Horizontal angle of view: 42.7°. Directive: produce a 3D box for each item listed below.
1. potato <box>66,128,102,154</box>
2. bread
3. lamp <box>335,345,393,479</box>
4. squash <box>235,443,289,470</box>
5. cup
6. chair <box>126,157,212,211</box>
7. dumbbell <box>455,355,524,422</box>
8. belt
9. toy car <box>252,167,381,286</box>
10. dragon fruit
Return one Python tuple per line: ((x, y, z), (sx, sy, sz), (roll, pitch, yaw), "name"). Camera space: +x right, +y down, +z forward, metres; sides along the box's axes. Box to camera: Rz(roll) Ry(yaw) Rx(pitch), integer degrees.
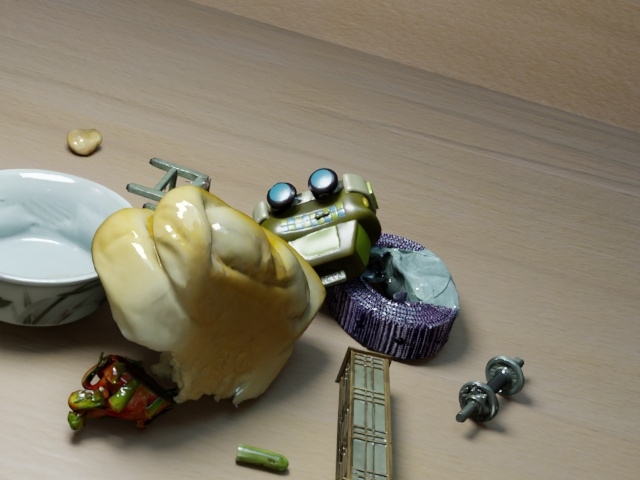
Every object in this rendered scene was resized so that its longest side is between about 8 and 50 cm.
((-0.555, -0.236, 1.928), (0.083, 0.062, 0.068), (-35, 86, -27), "potato")
((-0.167, 0.085, 1.318), (0.424, 0.245, 0.329), (39, 33, -52), "bread")
((0.070, 0.311, 1.337), (0.090, 0.089, 0.325), (14, 31, -6), "lamp")
((-0.089, 0.338, 1.273), (0.083, 0.027, 0.027), (14, 31, -4), "squash")
((-0.493, 0.030, 1.435), (0.347, 0.163, 0.347), (12, 31, -7), "cup")
((-0.260, -0.050, 1.702), (0.270, 0.136, 0.147), (18, 32, 4), "chair")
((0.319, 0.274, 1.524), (0.081, 0.082, 0.254), (33, 34, 25), "dumbbell")
((0.146, 0.103, 1.676), (0.260, 0.122, 0.325), (-4, 35, -23), "belt")
((0.000, 0.000, 1.591), (0.247, 0.204, 0.198), (-17, 58, 8), "toy car")
((-0.309, 0.232, 1.263), (0.175, 0.142, 0.138), (-25, 10, -20), "dragon fruit")
